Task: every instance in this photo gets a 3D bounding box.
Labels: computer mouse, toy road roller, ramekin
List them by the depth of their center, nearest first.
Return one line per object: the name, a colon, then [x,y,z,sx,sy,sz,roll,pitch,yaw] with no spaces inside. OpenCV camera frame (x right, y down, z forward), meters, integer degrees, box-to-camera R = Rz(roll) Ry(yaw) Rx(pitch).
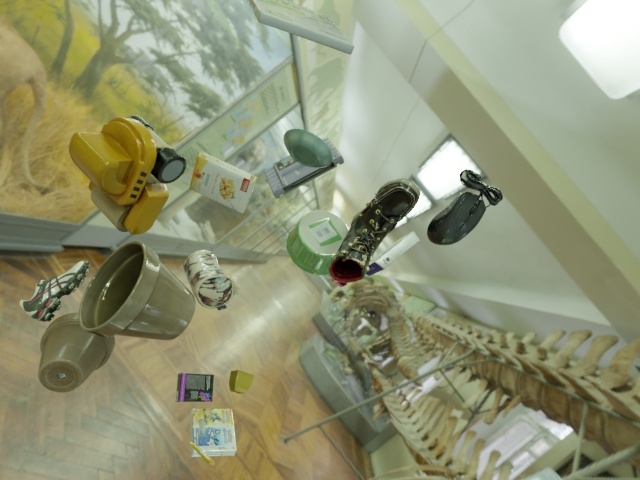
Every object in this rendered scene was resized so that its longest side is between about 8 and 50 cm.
toy road roller: [-0.553,-0.175,1.158,0.202,0.329,0.240,43,25,13]
computer mouse: [0.465,-0.084,1.415,0.188,0.272,0.072,30,21,-21]
ramekin: [0.000,0.000,2.065,0.303,0.303,0.148,51,-35,16]

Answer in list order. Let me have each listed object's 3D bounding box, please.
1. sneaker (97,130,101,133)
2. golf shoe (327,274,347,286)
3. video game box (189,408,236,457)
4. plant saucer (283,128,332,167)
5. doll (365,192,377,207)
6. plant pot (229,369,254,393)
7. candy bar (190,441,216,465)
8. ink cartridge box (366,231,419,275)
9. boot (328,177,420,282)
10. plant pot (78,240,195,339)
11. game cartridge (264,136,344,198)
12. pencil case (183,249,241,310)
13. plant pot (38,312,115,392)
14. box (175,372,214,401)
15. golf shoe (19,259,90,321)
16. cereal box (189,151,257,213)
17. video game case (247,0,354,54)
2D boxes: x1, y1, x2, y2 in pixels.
sneaker: [-0.634,-0.346,1.402,0.067,0.175,0.064,-37,-117,60]
golf shoe: [0.068,0.145,2.325,0.306,0.115,0.140,42,27,-45]
video game box: [-0.471,0.837,1.873,0.187,0.048,0.205,13,31,-27]
plant saucer: [-0.052,-0.312,1.515,0.195,0.037,0.195,22,-23,10]
doll: [0.245,-0.142,1.851,0.189,0.046,0.129,-30,120,-60]
plant pot: [-0.342,0.605,1.823,0.081,0.083,0.081,28,-33,-26]
candy bar: [-0.456,0.826,1.657,0.161,0.018,0.040,9,-38,46]
ink cartridge box: [0.323,0.082,2.093,0.065,0.332,0.165,56,-25,2]
boot: [0.173,-0.024,1.451,0.138,0.284,0.377,37,-34,-10]
plant pot: [-0.595,0.205,1.466,0.280,0.323,0.323,40,7,-41]
game cartridge: [-0.086,-0.348,2.002,0.068,0.355,0.230,61,1,-44]
pencil case: [-0.500,0.165,1.921,0.183,0.160,0.410,16,8,-28]
plant pot: [-0.943,0.443,1.627,0.263,0.263,0.229,52,3,-25]
box: [-0.545,0.642,1.865,0.162,0.029,0.116,17,61,-36]
golf shoe: [-0.987,0.168,1.604,0.120,0.273,0.105,32,-32,-4]
cereal box: [-0.389,-0.227,1.704,0.240,0.173,0.047,25,39,-4]
video game case: [-0.077,-0.738,1.430,0.329,0.036,0.300,6,41,-28]
